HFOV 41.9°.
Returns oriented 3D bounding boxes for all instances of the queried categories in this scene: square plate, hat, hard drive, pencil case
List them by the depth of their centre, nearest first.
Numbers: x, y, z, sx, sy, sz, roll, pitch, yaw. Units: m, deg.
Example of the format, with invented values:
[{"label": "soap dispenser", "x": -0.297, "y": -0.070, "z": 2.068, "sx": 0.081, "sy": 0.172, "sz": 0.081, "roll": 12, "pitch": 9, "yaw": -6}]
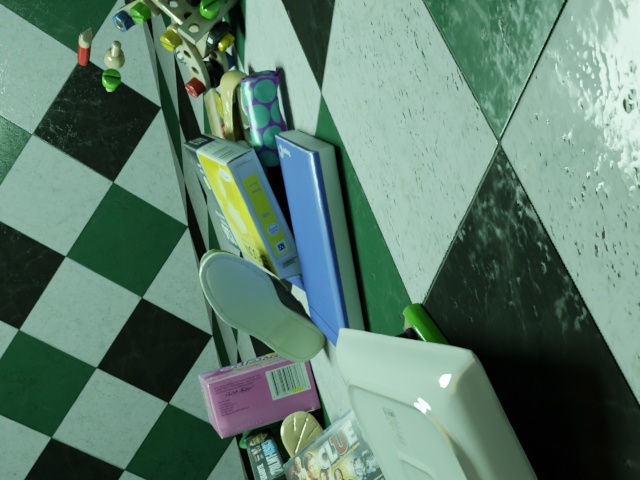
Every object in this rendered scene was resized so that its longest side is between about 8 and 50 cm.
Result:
[{"label": "square plate", "x": 0.132, "y": 0.258, "z": 0.853, "sx": 0.344, "sy": 0.049, "sz": 0.347, "roll": 64, "pitch": 163, "yaw": -6}, {"label": "hard drive", "x": 0.000, "y": 0.000, "z": 1.290, "sx": 0.210, "sy": 0.040, "sz": 0.319, "roll": -141, "pitch": 39, "yaw": -68}, {"label": "pencil case", "x": -0.085, "y": -0.201, "z": 1.371, "sx": 0.064, "sy": 0.070, "sz": 0.152, "roll": -50, "pitch": -49, "yaw": -63}, {"label": "hat", "x": -0.068, "y": 0.484, "z": 1.884, "sx": 0.184, "sy": 0.173, "sz": 0.208, "roll": 57, "pitch": 151, "yaw": -3}]

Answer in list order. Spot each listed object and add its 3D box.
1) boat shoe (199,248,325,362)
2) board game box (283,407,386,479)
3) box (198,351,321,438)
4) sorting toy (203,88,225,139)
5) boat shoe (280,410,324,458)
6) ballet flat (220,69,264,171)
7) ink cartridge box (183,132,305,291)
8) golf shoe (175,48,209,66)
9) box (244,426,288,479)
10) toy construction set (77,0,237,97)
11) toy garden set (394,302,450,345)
[{"label": "boat shoe", "x": -0.112, "y": 0.108, "z": 1.475, "sx": 0.305, "sy": 0.109, "sz": 0.091, "roll": 44, "pitch": -176, "yaw": -36}, {"label": "board game box", "x": 0.045, "y": 0.357, "z": 1.241, "sx": 0.243, "sy": 0.042, "sz": 0.165, "roll": -49, "pitch": 51, "yaw": 37}, {"label": "box", "x": -0.137, "y": 0.321, "z": 1.791, "sx": 0.243, "sy": 0.213, "sz": 0.117, "roll": 156, "pitch": 99, "yaw": -76}, {"label": "sorting toy", "x": -0.212, "y": -0.266, "z": 1.840, "sx": 0.274, "sy": 0.046, "sz": 0.132, "roll": -174, "pitch": 70, "yaw": -76}, {"label": "boat shoe", "x": 0.021, "y": 0.452, "z": 1.566, "sx": 0.285, "sy": 0.103, "sz": 0.092, "roll": 58, "pitch": -173, "yaw": 16}, {"label": "ballet flat", "x": -0.142, "y": -0.204, "z": 1.579, "sx": 0.073, "sy": 0.080, "sz": 0.232, "roll": 20, "pitch": 126, "yaw": 55}, {"label": "ink cartridge box", "x": -0.130, "y": -0.035, "z": 1.518, "sx": 0.303, "sy": 0.072, "sz": 0.307, "roll": 26, "pitch": 140, "yaw": 64}, {"label": "golf shoe", "x": -0.275, "y": -0.433, "z": 1.892, "sx": 0.198, "sy": 0.077, "sz": 0.094, "roll": 48, "pitch": 139, "yaw": 48}, {"label": "box", "x": -0.046, "y": 0.543, "z": 1.646, "sx": 0.293, "sy": 0.073, "sz": 0.295, "roll": 61, "pitch": 172, "yaw": -8}, {"label": "toy construction set", "x": -0.296, "y": -0.405, "z": 1.562, "sx": 0.257, "sy": 0.308, "sz": 0.237, "roll": 66, "pitch": 161, "yaw": 3}, {"label": "toy garden set", "x": 0.135, "y": 0.230, "z": 0.976, "sx": 0.204, "sy": 0.049, "sz": 0.244, "roll": -123, "pitch": 23, "yaw": -52}]
